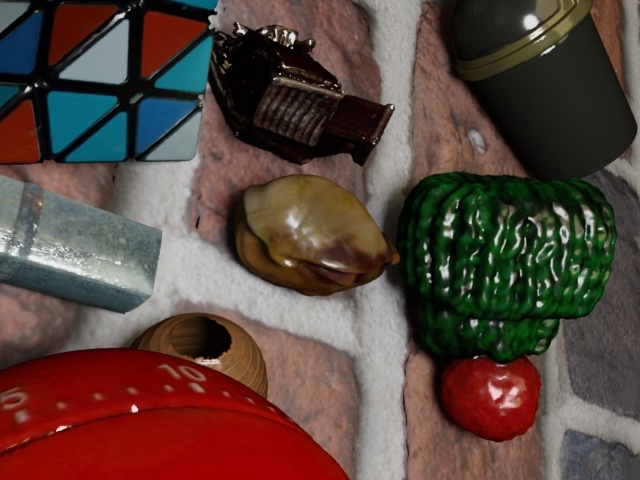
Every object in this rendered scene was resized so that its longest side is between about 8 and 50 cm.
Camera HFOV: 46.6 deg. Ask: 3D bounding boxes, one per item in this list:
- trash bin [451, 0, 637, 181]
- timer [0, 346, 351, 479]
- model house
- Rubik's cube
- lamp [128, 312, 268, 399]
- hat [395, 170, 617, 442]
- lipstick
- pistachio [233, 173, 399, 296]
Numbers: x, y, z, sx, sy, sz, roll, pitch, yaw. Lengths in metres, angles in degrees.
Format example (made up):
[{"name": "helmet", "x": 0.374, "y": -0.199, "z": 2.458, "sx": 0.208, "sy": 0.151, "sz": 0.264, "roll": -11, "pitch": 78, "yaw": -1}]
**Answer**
[{"name": "trash bin", "x": 0.322, "y": -0.264, "z": 1.114, "sx": 0.334, "sy": 0.214, "sz": 0.214, "roll": 55, "pitch": 49, "yaw": -23}, {"name": "timer", "x": -0.134, "y": 0.261, "z": 0.454, "sx": 0.378, "sy": 0.279, "sz": 0.378, "roll": -15, "pitch": 119, "yaw": -29}, {"name": "model house", "x": -0.014, "y": -0.161, "z": 0.825, "sx": 0.203, "sy": 0.164, "sz": 0.141, "roll": 15, "pitch": 72, "yaw": -38}, {"name": "Rubik's cube", "x": -0.190, "y": -0.116, "z": 0.688, "sx": 0.234, "sy": 0.284, "sz": 0.250, "roll": 54, "pitch": 50, "yaw": -54}, {"name": "lamp", "x": -0.113, "y": 0.131, "z": 0.664, "sx": 0.136, "sy": 0.136, "sz": 0.136, "roll": 14, "pitch": 67, "yaw": -37}, {"name": "hat", "x": 0.219, "y": 0.081, "z": 0.935, "sx": 0.274, "sy": 0.242, "sz": 0.332, "roll": 2, "pitch": 98, "yaw": -17}, {"name": "lipstick", "x": -0.276, "y": -0.013, "z": 0.608, "sx": 0.289, "sy": 0.077, "sz": 0.076, "roll": 20, "pitch": 61, "yaw": -34}, {"name": "pistachio", "x": 0.000, "y": 0.000, "z": 0.815, "sx": 0.210, "sy": 0.130, "sz": 0.165, "roll": 13, "pitch": 28, "yaw": -36}]
